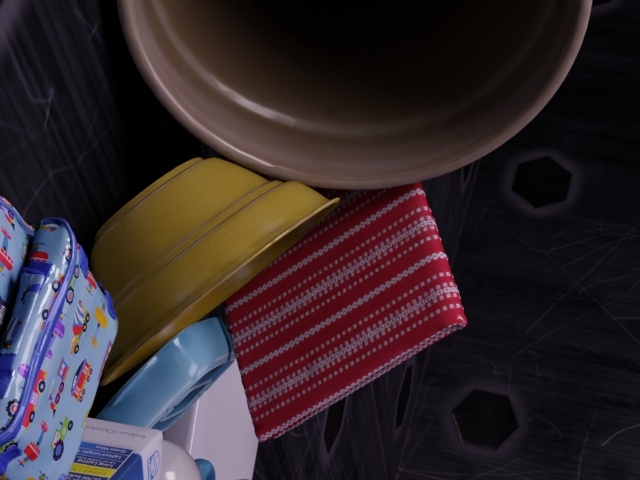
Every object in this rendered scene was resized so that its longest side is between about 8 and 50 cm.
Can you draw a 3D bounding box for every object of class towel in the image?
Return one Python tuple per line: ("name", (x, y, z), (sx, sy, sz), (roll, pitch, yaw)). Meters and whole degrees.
("towel", (0.000, 0.000, 1.179), (0.031, 0.199, 0.275), (30, 35, -45))

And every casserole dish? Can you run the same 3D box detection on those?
("casserole dish", (-0.115, 0.113, 1.170), (0.114, 0.037, 0.188), (-45, 176, 5))

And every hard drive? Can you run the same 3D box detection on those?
("hard drive", (-0.118, 0.271, 1.414), (0.233, 0.047, 0.353), (-20, 121, -75))

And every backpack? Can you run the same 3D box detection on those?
("backpack", (-0.188, 0.041, 0.754), (0.173, 0.117, 0.158), (76, 26, -56))

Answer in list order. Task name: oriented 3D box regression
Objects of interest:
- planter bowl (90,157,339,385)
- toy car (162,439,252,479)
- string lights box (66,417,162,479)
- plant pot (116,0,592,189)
("planter bowl", (-0.098, 0.004, 1.082), (0.217, 0.090, 0.217), (-38, 177, -2))
("toy car", (-0.090, 0.244, 1.205), (0.136, 0.182, 0.159), (-17, 129, -29))
("string lights box", (-0.191, 0.178, 0.803), (0.259, 0.133, 0.076), (-49, 145, -67))
("plant pot", (0.022, -0.248, 1.109), (0.280, 0.323, 0.323), (-90, 180, -48))
